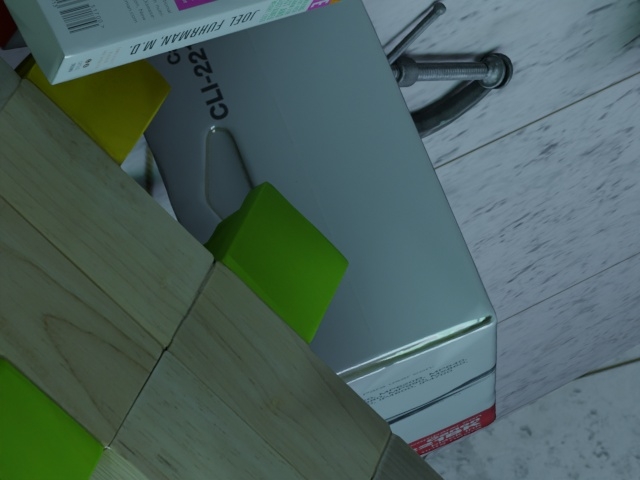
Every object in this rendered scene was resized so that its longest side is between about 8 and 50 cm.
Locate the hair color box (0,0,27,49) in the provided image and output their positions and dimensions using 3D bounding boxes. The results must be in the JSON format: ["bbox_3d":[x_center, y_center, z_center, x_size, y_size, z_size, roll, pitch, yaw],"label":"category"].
[{"bbox_3d":[-0.062,-0.119,0.764,0.141,0.043,0.072,-14,160,-42],"label":"hair color box"}]

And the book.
[{"bbox_3d":[-0.051,-0.116,0.688,0.144,0.096,0.035,-19,163,-32],"label":"book"}]

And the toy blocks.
[{"bbox_3d":[-0.137,0.084,0.759,0.261,0.381,0.190,-29,-156,42],"label":"toy blocks"}]

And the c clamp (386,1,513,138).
[{"bbox_3d":[0.061,-0.087,1.146,0.137,0.022,0.161,-37,163,27],"label":"c clamp"}]

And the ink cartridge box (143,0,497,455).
[{"bbox_3d":[0.000,0.000,0.954,0.114,0.197,0.273,-22,165,0],"label":"ink cartridge box"}]
